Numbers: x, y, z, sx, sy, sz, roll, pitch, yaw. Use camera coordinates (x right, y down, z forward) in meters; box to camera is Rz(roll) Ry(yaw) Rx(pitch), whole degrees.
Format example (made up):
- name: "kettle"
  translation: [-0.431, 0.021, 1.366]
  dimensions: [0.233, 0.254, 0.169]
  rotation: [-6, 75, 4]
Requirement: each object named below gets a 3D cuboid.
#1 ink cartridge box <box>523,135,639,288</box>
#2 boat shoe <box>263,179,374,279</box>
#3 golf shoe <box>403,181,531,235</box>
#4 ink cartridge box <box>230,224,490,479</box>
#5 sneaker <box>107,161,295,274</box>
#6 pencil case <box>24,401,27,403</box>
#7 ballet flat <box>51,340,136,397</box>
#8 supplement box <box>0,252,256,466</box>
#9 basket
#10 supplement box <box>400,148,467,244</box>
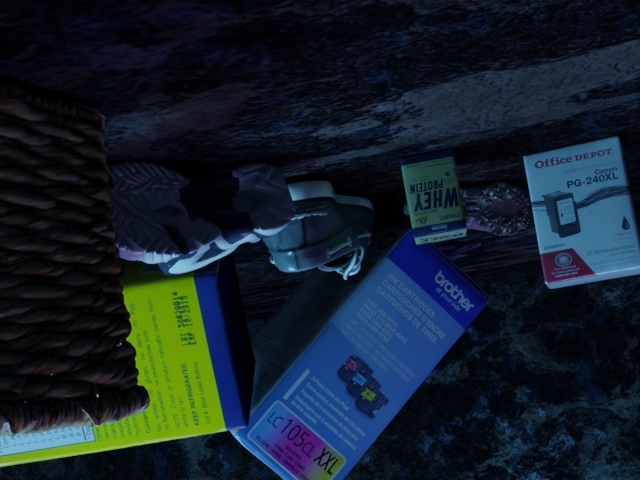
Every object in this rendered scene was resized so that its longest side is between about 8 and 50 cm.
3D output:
- name: "ink cartridge box"
  translation: [0.292, -0.031, 1.189]
  dimensions: [0.109, 0.150, 0.063]
  rotation: [-12, 168, 17]
- name: "boat shoe"
  translation: [0.000, 0.000, 1.252]
  dimensions: [0.116, 0.099, 0.319]
  rotation: [-12, 172, 11]
- name: "golf shoe"
  translation: [0.186, -0.043, 1.361]
  dimensions: [0.176, 0.069, 0.086]
  rotation: [3, -176, -33]
- name: "ink cartridge box"
  translation: [0.042, 0.123, 1.403]
  dimensions: [0.395, 0.151, 0.270]
  rotation: [-50, -168, -9]
- name: "sneaker"
  translation: [-0.156, -0.011, 1.006]
  dimensions: [0.235, 0.094, 0.153]
  rotation: [-16, 170, -41]
- name: "pencil case"
  translation: [-0.347, 0.133, 0.834]
  dimensions: [0.160, 0.183, 0.410]
  rotation: [-6, -176, 2]
- name: "ballet flat"
  translation: [-0.202, 0.079, 0.874]
  dimensions: [0.077, 0.231, 0.077]
  rotation: [32, 104, -30]
- name: "supplement box"
  translation: [-0.271, 0.122, 1.268]
  dimensions: [0.357, 0.194, 0.195]
  rotation: [-9, -163, 1]
- name: "basket"
  translation: [-0.280, 0.025, 0.656]
  dimensions: [0.214, 0.223, 0.299]
  rotation: [-13, 172, 25]
- name: "supplement box"
  translation: [0.120, -0.044, 1.129]
  dimensions: [0.056, 0.083, 0.083]
  rotation: [-10, 172, 6]
